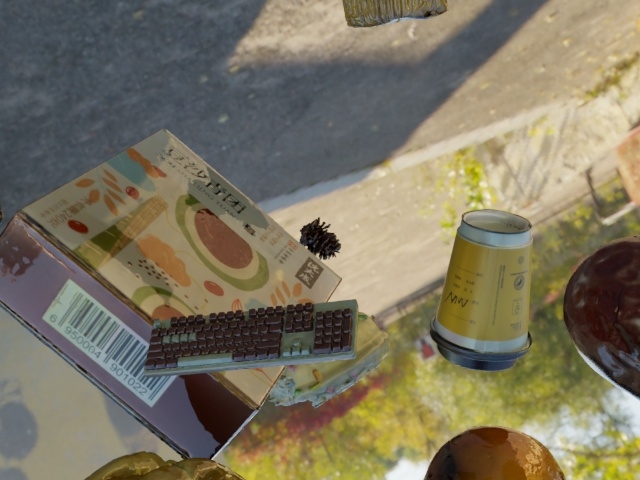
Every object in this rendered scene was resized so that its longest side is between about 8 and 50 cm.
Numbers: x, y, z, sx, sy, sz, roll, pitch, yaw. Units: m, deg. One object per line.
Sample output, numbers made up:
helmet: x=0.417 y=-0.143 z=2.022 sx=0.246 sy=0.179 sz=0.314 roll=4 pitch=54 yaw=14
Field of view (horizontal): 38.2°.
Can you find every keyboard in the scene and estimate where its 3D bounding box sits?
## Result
keyboard: x=-0.053 y=0.072 z=0.699 sx=0.165 sy=0.055 sz=0.017 roll=-7 pitch=134 yaw=13

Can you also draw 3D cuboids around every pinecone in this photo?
pinecone: x=-0.001 y=0.000 z=2.304 sx=0.102 sy=0.109 sz=0.102 roll=-47 pitch=-165 yaw=17

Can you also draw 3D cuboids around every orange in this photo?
orange: x=0.281 y=0.423 z=1.504 sx=0.246 sy=0.246 sz=0.246 roll=-25 pitch=169 yaw=-5

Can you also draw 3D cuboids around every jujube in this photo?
jujube: x=0.456 y=0.122 z=1.187 sx=0.223 sy=0.318 sz=0.223 roll=-11 pitch=123 yaw=-18

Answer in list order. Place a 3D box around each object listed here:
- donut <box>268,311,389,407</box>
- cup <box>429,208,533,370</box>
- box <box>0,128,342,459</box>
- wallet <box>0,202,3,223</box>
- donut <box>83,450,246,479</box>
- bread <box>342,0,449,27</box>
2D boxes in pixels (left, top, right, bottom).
donut: x=0.017 y=0.283 z=2.235 sx=0.307 sy=0.150 sz=0.371 roll=-30 pitch=179 yaw=-18
cup: x=0.311 y=0.092 z=1.737 sx=0.196 sy=0.280 sz=0.196 roll=3 pitch=-160 yaw=-1
box: x=-0.182 y=0.050 z=1.193 sx=0.122 sy=0.344 sz=0.385 roll=-50 pitch=-179 yaw=26
wallet: x=-0.601 y=-0.084 z=1.359 sx=0.255 sy=0.031 sz=0.137 roll=18 pitch=-171 yaw=-29
donut: x=-0.172 y=0.386 z=0.880 sx=0.170 sy=0.360 sz=0.360 roll=-5 pitch=-178 yaw=33
bread: x=0.137 y=-0.461 z=1.727 sx=0.199 sy=0.104 sz=0.199 roll=-9 pitch=-165 yaw=3
